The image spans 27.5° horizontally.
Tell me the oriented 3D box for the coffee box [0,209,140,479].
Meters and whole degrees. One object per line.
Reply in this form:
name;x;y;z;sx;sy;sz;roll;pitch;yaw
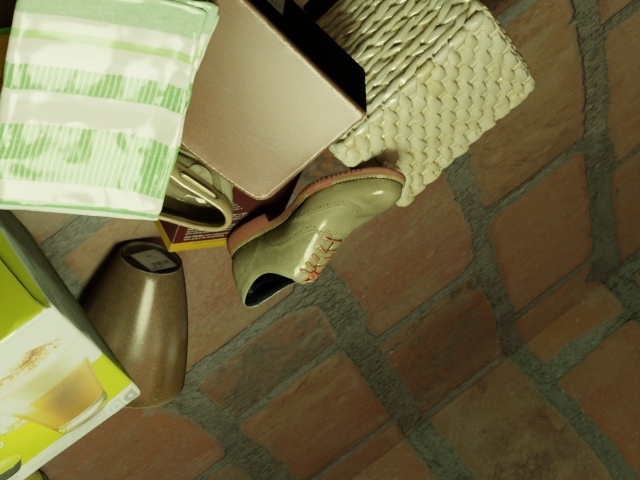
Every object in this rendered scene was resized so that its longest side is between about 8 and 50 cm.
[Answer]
coffee box;-0.514;0.133;1.779;0.337;0.338;0.334;-37;153;-5

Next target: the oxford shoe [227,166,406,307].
oxford shoe;0.000;0.000;1.992;0.123;0.130;0.348;17;144;-40

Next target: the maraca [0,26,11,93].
maraca;-0.380;-0.217;1.665;0.185;0.099;0.127;-23;133;-14

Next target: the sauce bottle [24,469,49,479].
sauce bottle;-0.578;0.467;2.462;0.111;0.111;0.344;-37;153;-3

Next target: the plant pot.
plant pot;-0.308;0.126;2.204;0.215;0.215;0.230;-10;127;-44

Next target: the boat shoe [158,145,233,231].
boat shoe;-0.275;-0.101;1.838;0.341;0.110;0.122;15;132;-22

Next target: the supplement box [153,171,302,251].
supplement box;-0.153;-0.102;2.067;0.191;0.129;0.194;-7;140;-32

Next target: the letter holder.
letter holder;-0.117;-0.230;1.756;0.214;0.152;0.302;-40;112;21

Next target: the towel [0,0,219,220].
towel;-0.279;-0.170;1.647;0.247;0.038;0.325;4;124;-24

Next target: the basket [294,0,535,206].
basket;0.109;-0.268;2.024;0.328;0.266;0.331;-43;154;6
